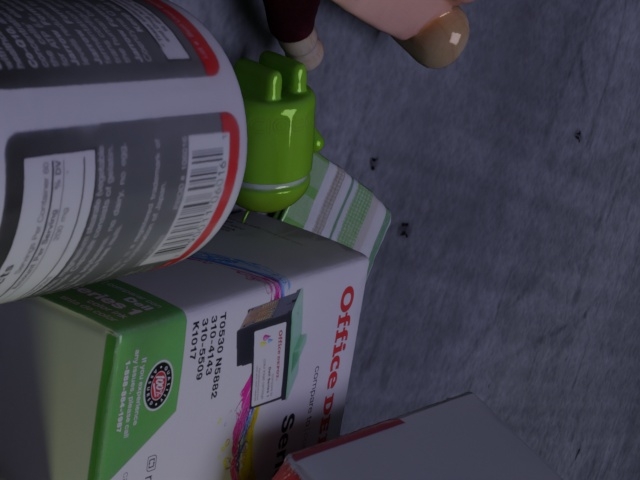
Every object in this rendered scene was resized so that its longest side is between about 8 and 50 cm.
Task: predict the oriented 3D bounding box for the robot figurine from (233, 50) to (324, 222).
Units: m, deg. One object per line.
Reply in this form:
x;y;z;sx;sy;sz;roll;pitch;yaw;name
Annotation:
-0.038;-0.070;1.135;0.101;0.067;0.115;-24;127;-43;robot figurine

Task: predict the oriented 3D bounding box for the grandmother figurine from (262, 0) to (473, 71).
0.016;-0.218;1.112;0.342;0.104;0.208;6;93;-62;grandmother figurine

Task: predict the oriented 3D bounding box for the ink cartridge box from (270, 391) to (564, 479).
-0.004;0.315;1.177;0.385;0.160;0.279;-55;158;23;ink cartridge box

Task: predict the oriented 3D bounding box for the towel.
0.000;0.000;1.287;0.152;0.023;0.113;36;74;-56;towel

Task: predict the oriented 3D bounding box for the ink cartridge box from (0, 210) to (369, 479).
-0.098;0.107;1.089;0.278;0.117;0.201;-16;120;-55;ink cartridge box

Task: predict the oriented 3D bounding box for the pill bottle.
-0.180;-0.045;0.828;0.283;0.161;0.161;-12;117;-55;pill bottle

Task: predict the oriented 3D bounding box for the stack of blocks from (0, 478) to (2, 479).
-0.291;0.235;0.881;0.297;0.087;0.171;-61;148;-16;stack of blocks
